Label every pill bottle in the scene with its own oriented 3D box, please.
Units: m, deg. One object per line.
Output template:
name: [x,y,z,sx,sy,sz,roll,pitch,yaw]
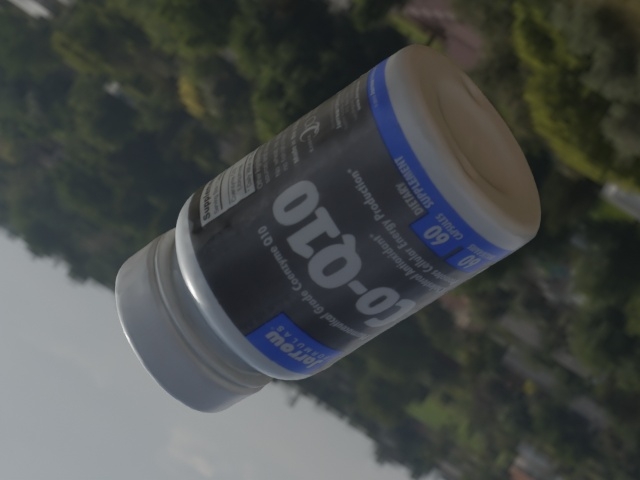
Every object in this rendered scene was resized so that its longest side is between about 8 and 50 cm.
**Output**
pill bottle: [0.000,0.000,0.600,0.078,0.137,0.078,43,-153,-28]
